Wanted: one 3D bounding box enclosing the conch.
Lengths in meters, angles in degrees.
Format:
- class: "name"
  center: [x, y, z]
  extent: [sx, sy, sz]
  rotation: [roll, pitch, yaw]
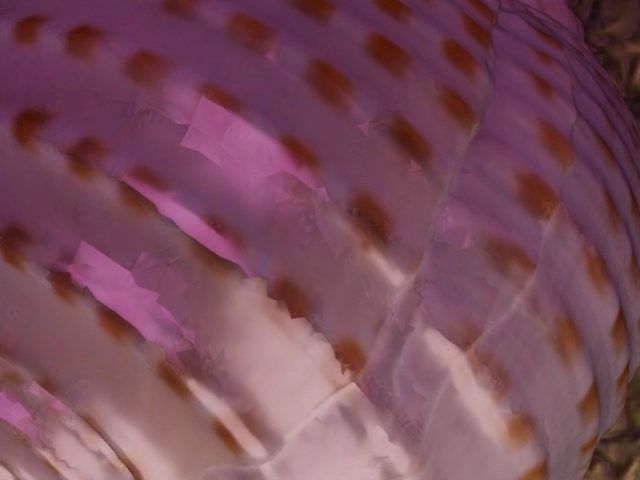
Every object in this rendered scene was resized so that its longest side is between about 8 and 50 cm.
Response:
- class: "conch"
  center: [0.000, 0.004, 0.445]
  extent: [0.319, 0.215, 0.303]
  rotation: [-40, 101, -4]
